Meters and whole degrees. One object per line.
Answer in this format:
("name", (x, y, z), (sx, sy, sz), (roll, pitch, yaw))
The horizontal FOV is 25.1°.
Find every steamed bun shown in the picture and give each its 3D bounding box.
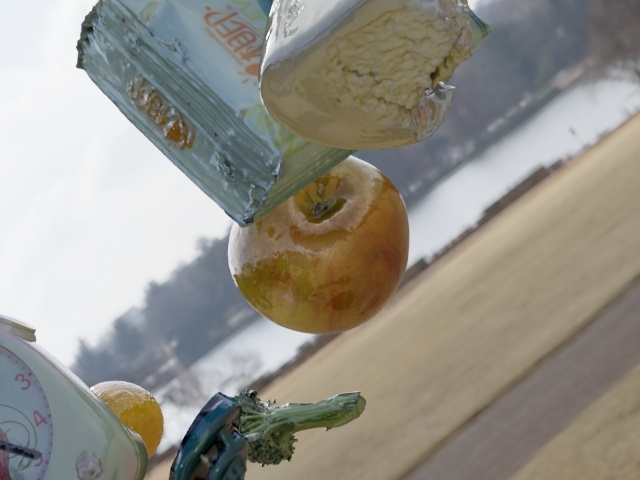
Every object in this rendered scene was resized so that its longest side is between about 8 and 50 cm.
("steamed bun", (0.054, -0.191, 1.247), (0.200, 0.170, 0.225), (-40, 29, 34))

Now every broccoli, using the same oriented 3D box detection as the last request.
("broccoli", (-0.032, 0.251, 1.988), (0.204, 0.122, 0.118), (-17, 52, 26))

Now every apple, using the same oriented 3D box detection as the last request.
("apple", (0.000, 0.000, 2.174), (0.286, 0.286, 0.233), (-38, -25, -28))

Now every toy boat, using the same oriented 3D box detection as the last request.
("toy boat", (-0.132, 0.318, 1.825), (0.134, 0.092, 0.298), (-47, -19, -41))

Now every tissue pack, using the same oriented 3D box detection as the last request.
("tissue pack", (-0.035, -0.221, 1.614), (0.388, 0.287, 0.162), (-36, -15, -40))

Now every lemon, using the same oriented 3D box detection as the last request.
("lemon", (-0.326, 0.292, 2.285), (0.142, 0.142, 0.187), (-38, 28, -24))

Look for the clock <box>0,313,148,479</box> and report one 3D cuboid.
("clock", (-0.367, 0.207, 1.527), (0.265, 0.324, 0.108), (-41, -8, 1))
